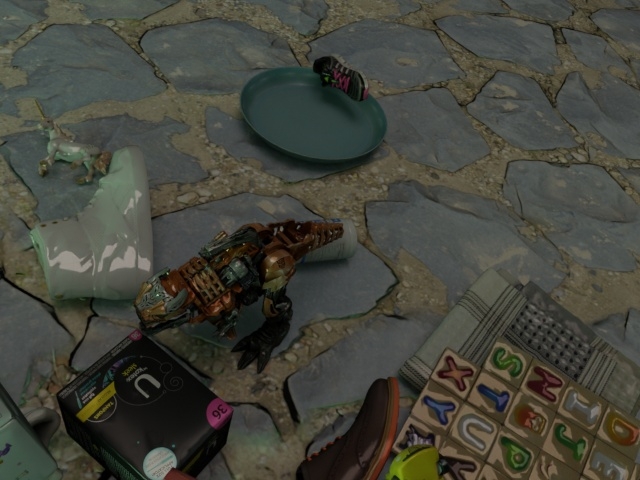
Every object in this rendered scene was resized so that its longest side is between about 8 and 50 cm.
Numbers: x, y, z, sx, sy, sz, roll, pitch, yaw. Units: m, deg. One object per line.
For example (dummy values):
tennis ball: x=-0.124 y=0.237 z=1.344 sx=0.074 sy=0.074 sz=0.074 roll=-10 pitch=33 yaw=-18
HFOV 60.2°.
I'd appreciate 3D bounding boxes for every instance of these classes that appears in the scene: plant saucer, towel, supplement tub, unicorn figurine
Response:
plant saucer: x=-0.015 y=-0.264 z=1.175 sx=0.317 sy=0.044 sz=0.318 roll=8 pitch=47 yaw=-9
towel: x=0.328 y=0.202 z=0.846 sx=0.312 sy=0.056 sz=0.324 roll=39 pitch=50 yaw=19
supplement tub: x=0.000 y=0.000 z=0.923 sx=0.107 sy=0.071 sz=0.071 roll=-6 pitch=51 yaw=-20
unicorn figurine: x=-0.441 y=-0.157 z=0.956 sx=0.161 sy=0.060 sz=0.111 roll=23 pitch=44 yaw=-17

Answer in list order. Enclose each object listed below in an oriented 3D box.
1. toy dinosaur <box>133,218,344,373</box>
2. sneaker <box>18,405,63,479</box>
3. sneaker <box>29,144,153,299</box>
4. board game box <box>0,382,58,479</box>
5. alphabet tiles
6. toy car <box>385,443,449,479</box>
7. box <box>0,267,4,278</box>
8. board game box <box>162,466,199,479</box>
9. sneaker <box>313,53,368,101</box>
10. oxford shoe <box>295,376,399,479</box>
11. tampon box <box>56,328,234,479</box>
toy dinosaur: x=-0.089 y=0.055 z=0.748 sx=0.321 sy=0.219 sz=0.164 roll=-8 pitch=51 yaw=-22
sneaker: x=-0.323 y=0.268 z=0.555 sx=0.115 sy=0.090 sz=0.232 roll=-15 pitch=51 yaw=6
sneaker: x=-0.347 y=-0.039 z=0.836 sx=0.169 sy=0.108 sz=0.293 roll=-1 pitch=51 yaw=-21
board game box: x=-0.441 y=0.230 z=0.501 sx=0.224 sy=0.098 sz=0.303 roll=28 pitch=54 yaw=36
alphabet tiles: x=0.279 y=0.300 z=0.724 sx=0.342 sy=0.011 sz=0.285 roll=31 pitch=63 yaw=13
toy car: x=0.136 y=0.337 z=0.623 sx=0.224 sy=0.239 sz=0.053 roll=14 pitch=6 yaw=-28
box: x=-0.504 y=0.042 z=0.779 sx=0.083 sy=0.018 sz=0.067 roll=33 pitch=49 yaw=14
board game box: x=-0.052 y=0.352 z=0.551 sx=0.281 sy=0.145 sz=0.027 roll=24 pitch=15 yaw=6
sneaker: x=0.039 y=-0.351 z=1.198 sx=0.074 sy=0.063 sz=0.170 roll=-16 pitch=50 yaw=-28
oxford shoe: x=0.027 y=0.271 z=0.674 sx=0.098 sy=0.097 sz=0.271 roll=21 pitch=47 yaw=11
tampon box: x=-0.204 y=0.213 z=0.652 sx=0.161 sy=0.102 sz=0.120 roll=34 pitch=49 yaw=15
